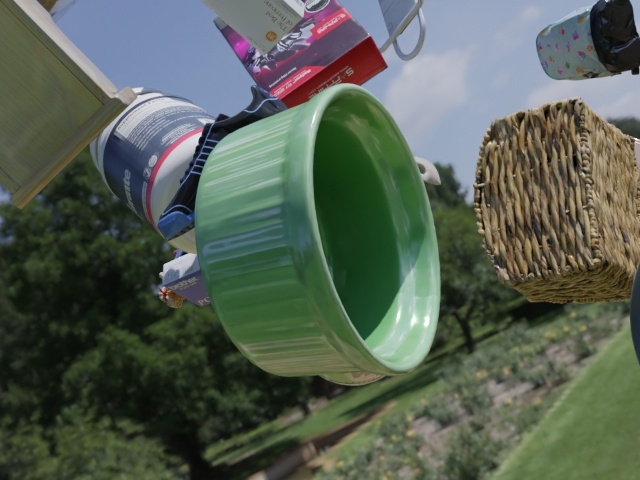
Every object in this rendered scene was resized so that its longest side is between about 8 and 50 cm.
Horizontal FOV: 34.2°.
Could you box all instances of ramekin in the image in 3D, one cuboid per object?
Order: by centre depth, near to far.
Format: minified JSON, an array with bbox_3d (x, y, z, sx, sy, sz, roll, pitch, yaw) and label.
[{"bbox_3d":[0.000,0.000,1.096,0.148,0.303,0.303,-12,1,27],"label":"ramekin"}]

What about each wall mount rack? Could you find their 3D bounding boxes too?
[{"bbox_3d":[0.138,-0.563,2.177,0.130,0.350,0.304,1,-29,-29],"label":"wall mount rack"}]

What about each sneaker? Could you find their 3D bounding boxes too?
[{"bbox_3d":[-0.135,-0.101,1.352,0.232,0.090,0.081,-42,-2,-5],"label":"sneaker"}]

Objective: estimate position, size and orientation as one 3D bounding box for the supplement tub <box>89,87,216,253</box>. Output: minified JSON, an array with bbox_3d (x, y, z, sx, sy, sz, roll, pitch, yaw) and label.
[{"bbox_3d":[-0.218,-0.113,1.579,0.191,0.191,0.272,-23,36,-26],"label":"supplement tub"}]

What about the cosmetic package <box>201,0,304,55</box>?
[{"bbox_3d":[-0.145,-0.411,1.662,0.099,0.239,0.060,-40,25,27],"label":"cosmetic package"}]

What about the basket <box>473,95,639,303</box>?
[{"bbox_3d":[0.389,-0.048,1.699,0.213,0.299,0.223,-15,-22,35],"label":"basket"}]

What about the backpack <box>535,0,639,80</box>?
[{"bbox_3d":[0.472,-0.352,1.843,0.115,0.152,0.182,-12,3,-25],"label":"backpack"}]

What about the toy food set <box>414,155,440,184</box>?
[{"bbox_3d":[0.072,-0.130,2.178,0.306,0.092,0.220,-4,-5,27],"label":"toy food set"}]

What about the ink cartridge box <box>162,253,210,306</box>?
[{"bbox_3d":[-0.152,0.044,1.711,0.207,0.046,0.097,-23,-37,31],"label":"ink cartridge box"}]

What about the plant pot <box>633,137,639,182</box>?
[{"bbox_3d":[0.545,-0.097,1.966,0.237,0.237,0.110,-28,-26,17],"label":"plant pot"}]

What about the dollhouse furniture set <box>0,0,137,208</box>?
[{"bbox_3d":[-0.346,-0.235,1.270,0.362,0.256,0.394,-41,12,12],"label":"dollhouse furniture set"}]

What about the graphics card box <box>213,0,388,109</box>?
[{"bbox_3d":[-0.049,-0.399,2.093,0.233,0.371,0.094,-35,-46,3],"label":"graphics card box"}]

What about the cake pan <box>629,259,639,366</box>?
[{"bbox_3d":[0.396,0.062,0.898,0.293,0.293,0.054,-30,-26,37],"label":"cake pan"}]

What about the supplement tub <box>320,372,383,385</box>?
[{"bbox_3d":[0.047,0.123,1.880,0.235,0.235,0.325,-26,-19,-1],"label":"supplement tub"}]

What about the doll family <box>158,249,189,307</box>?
[{"bbox_3d":[-0.242,0.047,2.074,0.263,0.163,0.118,-17,-46,27],"label":"doll family"}]
